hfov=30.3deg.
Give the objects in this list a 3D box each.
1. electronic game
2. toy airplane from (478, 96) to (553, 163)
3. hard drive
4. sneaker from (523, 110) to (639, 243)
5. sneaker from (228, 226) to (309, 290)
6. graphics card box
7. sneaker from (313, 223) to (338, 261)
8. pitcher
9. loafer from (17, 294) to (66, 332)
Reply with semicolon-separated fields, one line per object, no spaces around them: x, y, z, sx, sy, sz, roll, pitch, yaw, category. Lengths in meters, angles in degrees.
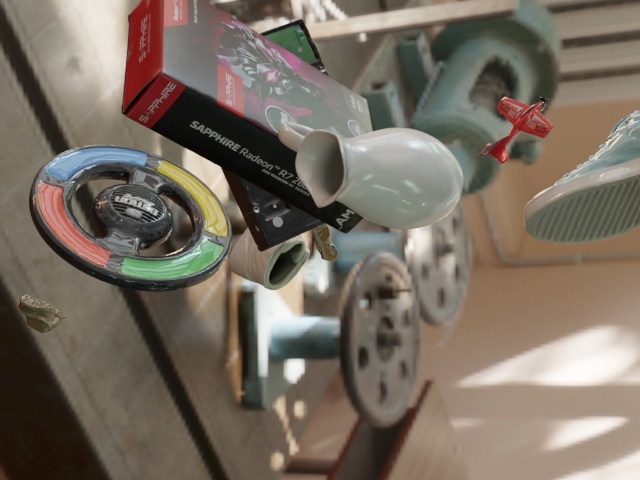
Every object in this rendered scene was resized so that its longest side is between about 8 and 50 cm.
-0.208;-0.029;1.315;0.229;0.229;0.048;-51;170;-53;electronic game
0.325;-0.182;1.958;0.028;0.151;0.151;48;45;-36;toy airplane
-0.067;-0.179;1.987;0.237;0.064;0.339;-25;91;-25;hard drive
0.481;-0.117;1.838;0.150;0.366;0.135;-100;162;-45;sneaker
-0.058;-0.035;2.388;0.108;0.169;0.292;28;89;-37;sneaker
-0.088;-0.182;1.612;0.371;0.094;0.232;29;33;-28;graphics card box
0.000;0.000;2.079;0.032;0.037;0.083;-28;106;-33;sneaker
0.061;-0.094;1.471;0.207;0.178;0.125;6;118;-37;pitcher
-0.474;0.129;2.003;0.050;0.056;0.148;-61;165;-5;loafer
